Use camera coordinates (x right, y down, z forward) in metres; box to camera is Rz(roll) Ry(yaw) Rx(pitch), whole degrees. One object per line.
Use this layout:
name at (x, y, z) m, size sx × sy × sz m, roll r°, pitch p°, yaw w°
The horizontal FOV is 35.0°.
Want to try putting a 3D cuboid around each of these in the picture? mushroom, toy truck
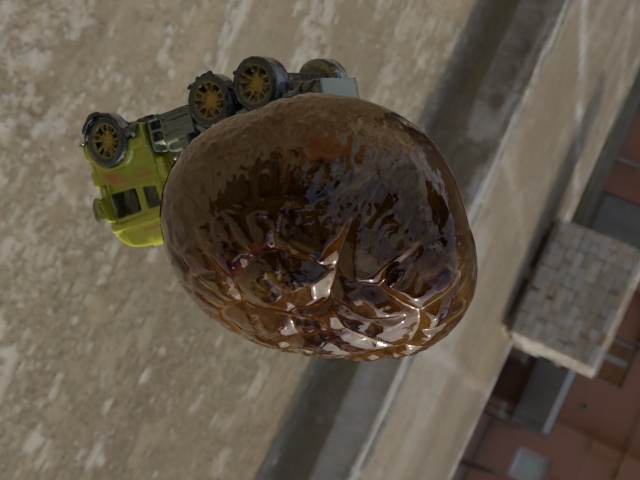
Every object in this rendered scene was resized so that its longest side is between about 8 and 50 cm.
mushroom at (0.000, 0.000, 0.754) m, size 0.253 × 0.253 × 0.153 m, roll 88°, pitch 13°, yaw -55°
toy truck at (-0.084, -0.067, 0.933) m, size 0.124 × 0.272 × 0.157 m, roll -12°, pitch 89°, yaw -57°
